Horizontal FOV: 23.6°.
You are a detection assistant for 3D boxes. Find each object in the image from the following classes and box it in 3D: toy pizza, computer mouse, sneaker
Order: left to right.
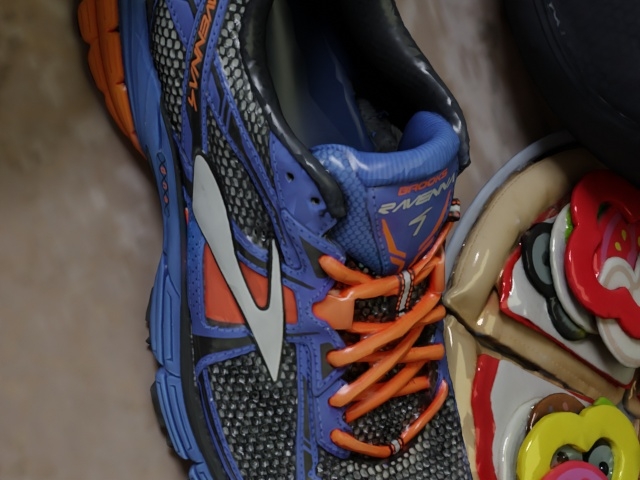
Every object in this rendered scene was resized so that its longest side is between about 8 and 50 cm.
[{"bbox_3d":[0.000,0.000,0.404,0.083,0.087,0.221,-26,102,-38],"label":"sneaker"},{"bbox_3d":[0.091,-0.136,0.500,0.188,0.072,0.272,-18,98,-65],"label":"computer mouse"},{"bbox_3d":[0.111,0.059,0.529,0.201,0.032,0.201,5,83,-40],"label":"toy pizza"}]
